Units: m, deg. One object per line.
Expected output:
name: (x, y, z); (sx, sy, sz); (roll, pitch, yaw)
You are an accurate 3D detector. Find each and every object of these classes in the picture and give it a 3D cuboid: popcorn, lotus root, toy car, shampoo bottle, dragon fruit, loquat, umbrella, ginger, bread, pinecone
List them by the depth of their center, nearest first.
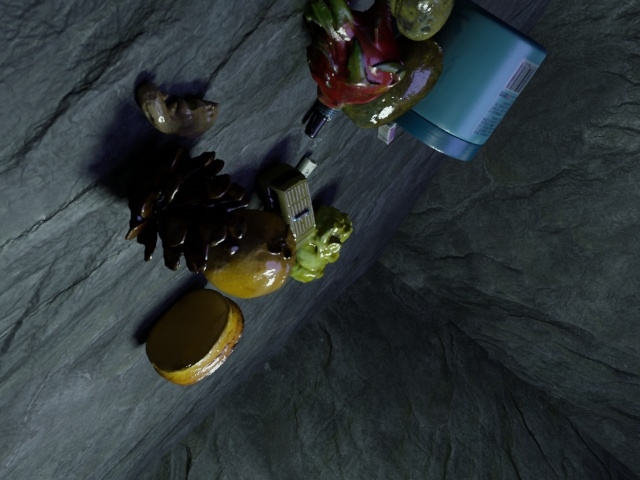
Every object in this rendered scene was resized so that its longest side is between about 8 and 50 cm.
ginger: (-0.219, -0.195, 0.827); (0.069, 0.051, 0.173); (-57, 167, 17)
pinecone: (-0.222, -0.051, 0.911); (0.203, 0.201, 0.228); (-28, -154, 21)
dragon fruit: (0.046, -0.369, 0.997); (0.198, 0.200, 0.269); (-44, 127, 1)
lotus root: (0.215, -0.528, 1.097); (0.154, 0.154, 0.278); (-48, 167, -6)
umbrella: (0.044, -0.348, 1.253); (0.250, 0.052, 0.053); (-54, 148, 12)
loquat: (-0.172, 0.031, 1.267); (0.238, 0.239, 0.193); (117, -10, -46)
lotus root: (0.180, -0.384, 1.303); (0.275, 0.152, 0.160); (-40, -169, 27)
toy car: (-0.077, -0.062, 1.350); (0.101, 0.124, 0.256); (-34, 135, -26)
bread: (-0.330, 0.251, 1.410); (0.269, 0.196, 0.142); (-49, 158, -16)
shampoo bottle: (-0.066, -0.166, 1.454); (0.141, 0.034, 0.049); (-51, 173, 13)
shampoo bottle: (0.380, -0.450, 1.460); (0.342, 0.331, 0.331); (-57, 165, 27)
popcorn: (0.000, 0.000, 1.843); (0.225, 0.174, 0.285); (-45, 169, -53)

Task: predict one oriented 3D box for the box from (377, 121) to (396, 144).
box: (0.223, -0.372, 1.787); (0.036, 0.051, 0.117); (-49, 169, -11)
